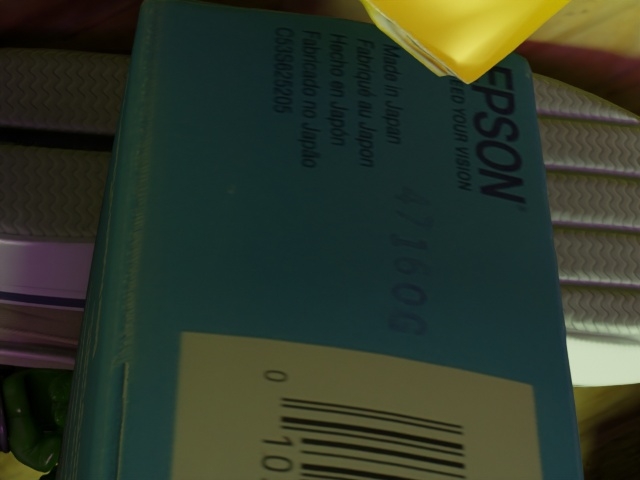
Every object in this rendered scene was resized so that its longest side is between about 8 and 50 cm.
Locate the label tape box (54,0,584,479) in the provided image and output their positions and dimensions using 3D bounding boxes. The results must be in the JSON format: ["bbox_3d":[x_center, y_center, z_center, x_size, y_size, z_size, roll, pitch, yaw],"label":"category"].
[{"bbox_3d":[-0.028,0.148,0.524,0.115,0.249,0.348,7,133,-7],"label":"label tape box"}]

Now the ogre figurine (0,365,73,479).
[{"bbox_3d":[-0.165,0.127,0.695,0.118,0.097,0.197,20,116,-12],"label":"ogre figurine"}]

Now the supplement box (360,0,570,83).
[{"bbox_3d":[0.070,-0.239,0.342,0.356,0.195,0.194,-40,131,21],"label":"supplement box"}]

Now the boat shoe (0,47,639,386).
[{"bbox_3d":[0.000,0.000,0.640,0.302,0.109,0.094,8,147,-12],"label":"boat shoe"}]
